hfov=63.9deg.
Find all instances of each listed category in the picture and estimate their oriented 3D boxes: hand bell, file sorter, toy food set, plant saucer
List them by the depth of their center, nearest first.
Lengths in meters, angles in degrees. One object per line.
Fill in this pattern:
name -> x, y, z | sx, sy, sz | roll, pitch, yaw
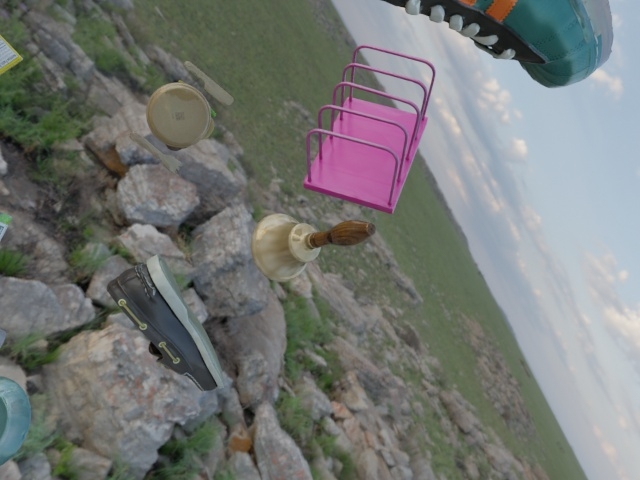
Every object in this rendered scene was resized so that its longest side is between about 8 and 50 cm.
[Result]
plant saucer -> -0.435, 0.234, 0.656 | 0.021, 0.119, 0.120 | 84, -16, -70
hand bell -> 0.000, 0.000, 0.838 | 0.126, 0.242, 0.126 | 6, 80, -37
toy food set -> -0.275, -0.242, 1.009 | 0.132, 0.192, 0.038 | 39, -1, -27
file sorter -> 0.108, -0.245, 1.088 | 0.182, 0.201, 0.291 | 90, 21, -56

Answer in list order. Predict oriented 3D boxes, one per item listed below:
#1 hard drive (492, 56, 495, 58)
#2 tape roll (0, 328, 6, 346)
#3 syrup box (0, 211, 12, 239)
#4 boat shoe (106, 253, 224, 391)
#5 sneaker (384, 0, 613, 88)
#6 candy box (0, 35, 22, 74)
hard drive -> 0.342, -0.316, 0.821 | 0.135, 0.094, 0.022 | -43, 138, -43
tape roll -> -0.661, 0.235, 0.900 | 0.072, 0.219, 0.219 | 44, 21, -26
syrup box -> -0.597, -0.039, 0.770 | 0.096, 0.093, 0.237 | 21, -10, 8
boat shoe -> -0.186, 0.118, 0.646 | 0.081, 0.068, 0.228 | 51, -17, 51
sneaker -> 0.076, -0.190, 0.339 | 0.302, 0.121, 0.108 | 36, 18, -30
candy box -> -0.457, -0.198, 0.583 | 0.105, 0.027, 0.206 | 55, 45, -31
